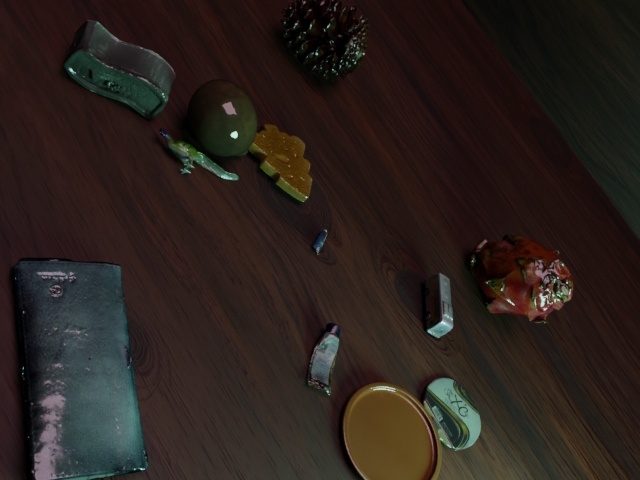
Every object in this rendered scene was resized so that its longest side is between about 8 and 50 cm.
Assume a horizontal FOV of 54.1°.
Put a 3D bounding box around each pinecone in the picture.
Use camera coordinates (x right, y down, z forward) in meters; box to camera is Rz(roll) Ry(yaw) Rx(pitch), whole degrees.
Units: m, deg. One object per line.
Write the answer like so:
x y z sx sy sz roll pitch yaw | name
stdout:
0.012 -0.628 1.909 0.292 0.246 0.246 34 40 2 | pinecone

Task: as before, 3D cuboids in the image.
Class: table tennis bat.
0.286 0.425 1.487 0.301 0.022 0.174 -11 66 -49 | table tennis bat

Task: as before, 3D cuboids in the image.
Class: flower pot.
-0.438 -0.374 1.383 0.229 0.103 0.108 25 46 -27 | flower pot

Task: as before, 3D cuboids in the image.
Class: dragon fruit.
0.583 0.109 1.847 0.314 0.251 0.250 14 30 26 | dragon fruit

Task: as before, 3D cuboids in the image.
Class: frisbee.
0.153 0.423 1.337 0.250 0.021 0.251 16 50 -21 | frisbee

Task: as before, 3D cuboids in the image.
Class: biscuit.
-0.095 -0.198 1.613 0.212 0.041 0.239 -4 62 -51 | biscuit

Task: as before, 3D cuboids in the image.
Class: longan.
-0.224 -0.278 1.473 0.204 0.159 0.185 64 7 -46 | longan

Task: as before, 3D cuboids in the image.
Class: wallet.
-0.389 0.199 1.017 0.190 0.046 0.379 7 54 -41 | wallet

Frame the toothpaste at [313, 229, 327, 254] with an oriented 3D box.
0.000 0.000 1.559 0.027 0.019 0.083 60 35 -26 | toothpaste

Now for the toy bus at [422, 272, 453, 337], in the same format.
0.313 0.171 1.673 0.057 0.072 0.172 31 43 -27 | toy bus

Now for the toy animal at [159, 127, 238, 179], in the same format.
-0.279 -0.174 1.424 0.216 0.041 0.075 33 41 -26 | toy animal

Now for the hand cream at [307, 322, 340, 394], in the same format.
0.011 0.254 1.359 0.062 0.039 0.163 35 47 -20 | hand cream
